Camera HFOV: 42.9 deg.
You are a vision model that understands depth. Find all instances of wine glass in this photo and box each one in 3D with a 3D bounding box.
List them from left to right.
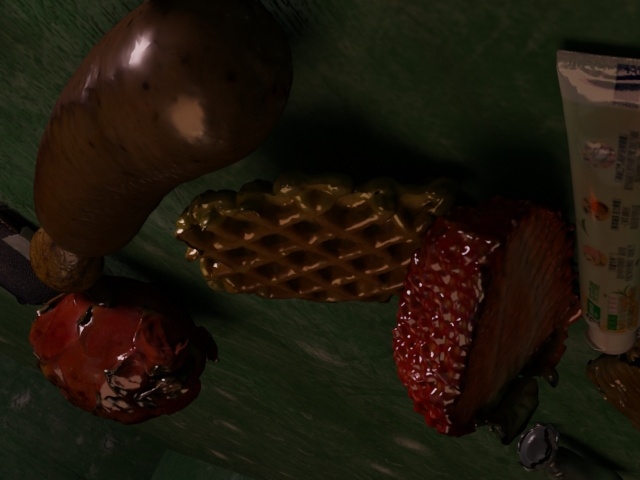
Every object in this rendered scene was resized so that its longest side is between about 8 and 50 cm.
[{"bbox_3d":[0.341,0.311,1.099,0.155,0.072,0.072,36,155,-22],"label":"wine glass"}]

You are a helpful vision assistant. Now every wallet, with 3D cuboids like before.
[{"bbox_3d":[-0.517,0.022,1.370,0.262,0.071,0.221,-4,139,44],"label":"wallet"}]

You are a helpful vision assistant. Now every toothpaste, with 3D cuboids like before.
[{"bbox_3d":[0.207,-0.009,0.571,0.058,0.056,0.314,-22,141,0],"label":"toothpaste"}]

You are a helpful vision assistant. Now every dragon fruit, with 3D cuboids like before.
[{"bbox_3d":[-0.307,0.167,1.259,0.250,0.250,0.315,36,141,-24],"label":"dragon fruit"}]

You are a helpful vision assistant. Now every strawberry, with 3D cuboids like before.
[{"bbox_3d":[0.126,0.057,0.659,0.106,0.188,0.286,29,152,34],"label":"strawberry"}]

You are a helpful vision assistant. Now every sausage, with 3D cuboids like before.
[{"bbox_3d":[-0.167,-0.081,0.696,0.136,0.123,0.500,48,151,-11],"label":"sausage"}]

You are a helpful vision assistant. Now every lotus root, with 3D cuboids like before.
[{"bbox_3d":[-0.345,0.010,1.121,0.108,0.094,0.190,36,152,-7],"label":"lotus root"}]

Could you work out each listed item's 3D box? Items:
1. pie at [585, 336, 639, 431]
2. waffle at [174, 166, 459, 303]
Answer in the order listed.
[{"bbox_3d":[0.330,0.114,0.673,0.128,0.068,0.282,45,163,1],"label":"pie"},{"bbox_3d":[0.000,0.000,0.701,0.237,0.059,0.243,1,156,-2],"label":"waffle"}]
